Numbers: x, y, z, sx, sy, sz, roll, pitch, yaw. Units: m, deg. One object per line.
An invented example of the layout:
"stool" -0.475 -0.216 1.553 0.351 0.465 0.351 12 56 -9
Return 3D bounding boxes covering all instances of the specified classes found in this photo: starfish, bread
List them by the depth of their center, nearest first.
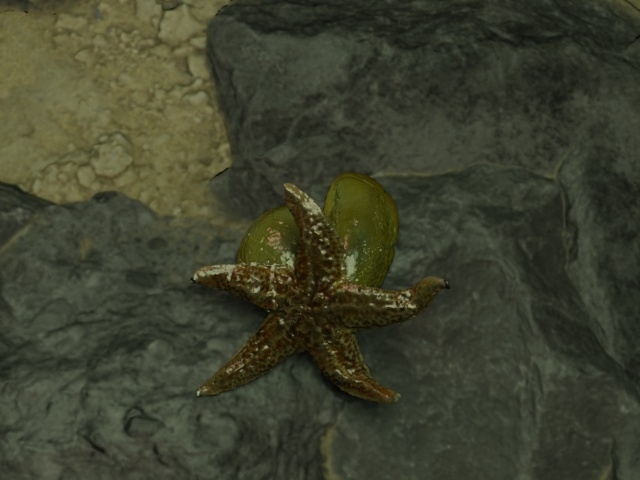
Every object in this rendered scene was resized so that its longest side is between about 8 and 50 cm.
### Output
"starfish" -0.011 0.063 1.295 0.277 0.062 0.235 -24 99 20
"bread" 0.000 0.000 1.364 0.149 0.065 0.187 26 72 7
